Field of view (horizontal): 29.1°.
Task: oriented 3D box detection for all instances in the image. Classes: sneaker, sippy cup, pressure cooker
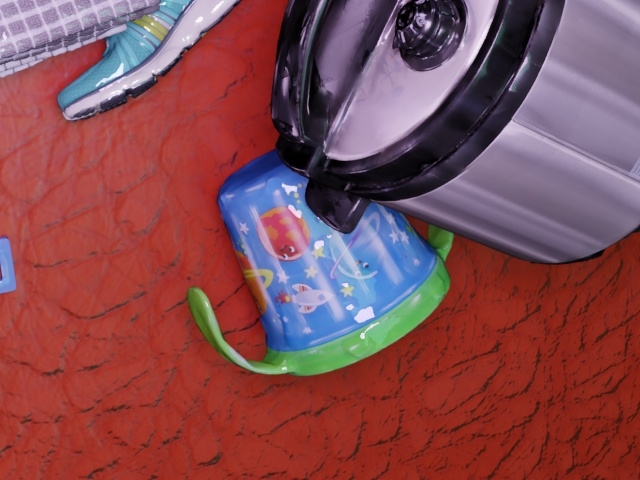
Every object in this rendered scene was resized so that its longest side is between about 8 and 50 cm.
[{"bbox_3d":[-0.188,-0.236,1.336,0.110,0.107,0.275,45,79,-9],"label":"sneaker"},{"bbox_3d":[0.000,0.000,1.420,0.224,0.240,0.305,62,33,-15],"label":"sippy cup"},{"bbox_3d":[0.158,-0.195,1.247,0.420,0.375,0.370,18,62,-37],"label":"pressure cooker"}]

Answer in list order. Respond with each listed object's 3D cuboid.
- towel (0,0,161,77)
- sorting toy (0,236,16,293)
[{"bbox_3d":[-0.311,-0.288,1.194,0.283,0.121,0.235,-25,95,-16],"label":"towel"},{"bbox_3d":[-0.492,0.059,1.293,0.347,0.047,0.196,4,103,-26],"label":"sorting toy"}]
